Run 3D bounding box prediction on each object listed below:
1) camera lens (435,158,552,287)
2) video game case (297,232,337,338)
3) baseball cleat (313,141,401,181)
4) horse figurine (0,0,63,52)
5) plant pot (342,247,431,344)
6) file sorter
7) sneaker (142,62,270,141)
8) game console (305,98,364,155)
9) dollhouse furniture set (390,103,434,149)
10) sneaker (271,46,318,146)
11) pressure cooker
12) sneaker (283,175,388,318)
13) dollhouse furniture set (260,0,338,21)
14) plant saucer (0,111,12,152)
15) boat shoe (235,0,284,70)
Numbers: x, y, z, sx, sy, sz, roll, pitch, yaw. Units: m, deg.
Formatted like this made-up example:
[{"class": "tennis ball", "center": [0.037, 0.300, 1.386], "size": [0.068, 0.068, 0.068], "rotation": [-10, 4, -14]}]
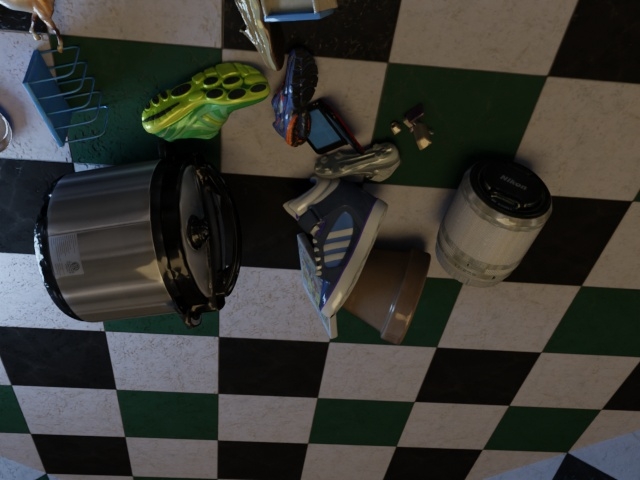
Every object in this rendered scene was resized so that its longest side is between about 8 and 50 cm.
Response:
[{"class": "camera lens", "center": [0.416, -0.045, 1.764], "size": [0.219, 0.219, 0.274], "rotation": [7, 137, -9]}, {"class": "video game case", "center": [-0.008, 0.123, 1.955], "size": [0.026, 0.206, 0.227], "rotation": [-19, 139, -13]}, {"class": "baseball cleat", "center": [0.092, -0.169, 1.730], "size": [0.206, 0.072, 0.109], "rotation": [-11, 144, 16]}, {"class": "horse figurine", "center": [-0.595, -0.460, 1.396], "size": [0.263, 0.066, 0.174], "rotation": [9, 143, -15]}, {"class": "plant pot", "center": [0.148, 0.124, 1.950], "size": [0.229, 0.263, 0.263], "rotation": [18, 137, 4]}, {"class": "file sorter", "center": [-0.531, -0.307, 1.529], "size": [0.104, 0.118, 0.170], "rotation": [-11, 137, 5]}, {"class": "sneaker", "center": [-0.241, -0.295, 1.576], "size": [0.295, 0.109, 0.123], "rotation": [-15, 155, 16]}, {"class": "game console", "center": [0.014, -0.240, 1.643], "size": [0.085, 0.124, 0.144], "rotation": [-41, 130, 2]}, {"class": "dollhouse furniture set", "center": [0.223, -0.228, 1.638], "size": [0.091, 0.114, 0.081], "rotation": [-32, 134, 27]}, {"class": "sneaker", "center": [-0.067, -0.311, 1.560], "size": [0.087, 0.083, 0.221], "rotation": [31, 128, 29]}, {"class": "pressure cooker", "center": [-0.389, 0.000, 1.681], "size": [0.420, 0.375, 0.370], "rotation": [-9, 135, 9]}, {"class": "sneaker", "center": [0.000, 0.000, 1.771], "size": [0.236, 0.323, 0.130], "rotation": [25, -179, 9]}, {"class": "dollhouse furniture set", "center": [0.016, -0.566, 1.296], "size": [0.303, 0.198, 0.286], "rotation": [8, 123, 37]}, {"class": "plant saucer", "center": [-0.781, -0.263, 1.635], "size": [0.168, 0.029, 0.168], "rotation": [-1, 139, 0]}, {"class": "boat shoe", "center": [-0.127, -0.427, 1.453], "size": [0.072, 0.068, 0.190], "rotation": [-2, 129, 19]}]
